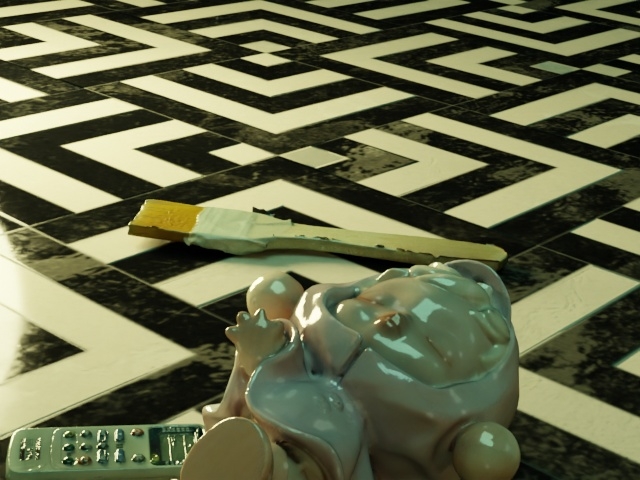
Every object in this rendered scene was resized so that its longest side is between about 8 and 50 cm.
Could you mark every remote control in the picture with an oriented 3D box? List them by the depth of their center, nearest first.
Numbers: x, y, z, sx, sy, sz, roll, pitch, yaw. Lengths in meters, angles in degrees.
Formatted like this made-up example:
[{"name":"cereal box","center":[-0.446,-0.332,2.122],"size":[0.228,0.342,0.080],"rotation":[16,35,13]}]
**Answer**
[{"name":"remote control","center":[-0.128,0.132,0.739],"size":[0.124,0.018,0.053],"rotation":[0,23,-9]}]

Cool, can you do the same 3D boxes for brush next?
[{"name":"brush","center":[0.000,0.000,1.084],"size":[0.336,0.020,0.085],"rotation":[7,22,4]}]

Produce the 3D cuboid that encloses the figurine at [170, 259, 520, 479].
[{"name":"figurine","center":[0.016,0.101,0.702],"size":[0.200,0.133,0.276],"rotation":[34,40,30]}]
